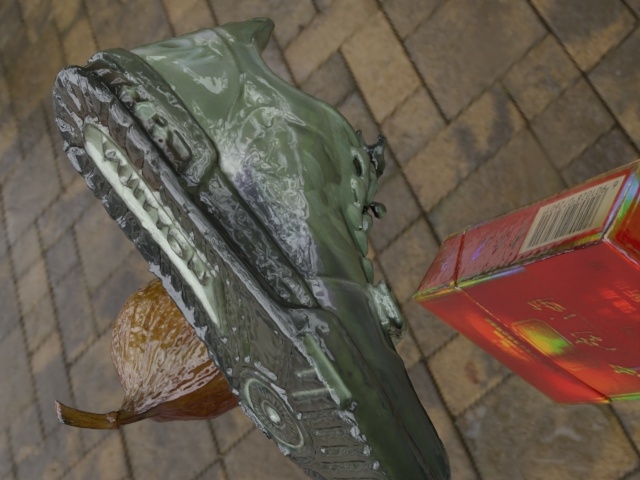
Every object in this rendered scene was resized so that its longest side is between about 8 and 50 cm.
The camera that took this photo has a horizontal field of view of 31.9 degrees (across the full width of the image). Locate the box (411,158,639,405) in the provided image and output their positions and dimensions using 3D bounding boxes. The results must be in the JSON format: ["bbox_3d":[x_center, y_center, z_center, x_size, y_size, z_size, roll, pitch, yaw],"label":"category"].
[{"bbox_3d":[0.239,0.053,0.977,0.089,0.197,0.313,-60,13,-20],"label":"box"}]

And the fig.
[{"bbox_3d":[-0.129,0.115,0.951,0.146,0.133,0.201,-21,18,31],"label":"fig"}]

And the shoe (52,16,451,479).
[{"bbox_3d":[-0.001,0.001,0.586,0.293,0.149,0.109,52,149,4],"label":"shoe"}]
